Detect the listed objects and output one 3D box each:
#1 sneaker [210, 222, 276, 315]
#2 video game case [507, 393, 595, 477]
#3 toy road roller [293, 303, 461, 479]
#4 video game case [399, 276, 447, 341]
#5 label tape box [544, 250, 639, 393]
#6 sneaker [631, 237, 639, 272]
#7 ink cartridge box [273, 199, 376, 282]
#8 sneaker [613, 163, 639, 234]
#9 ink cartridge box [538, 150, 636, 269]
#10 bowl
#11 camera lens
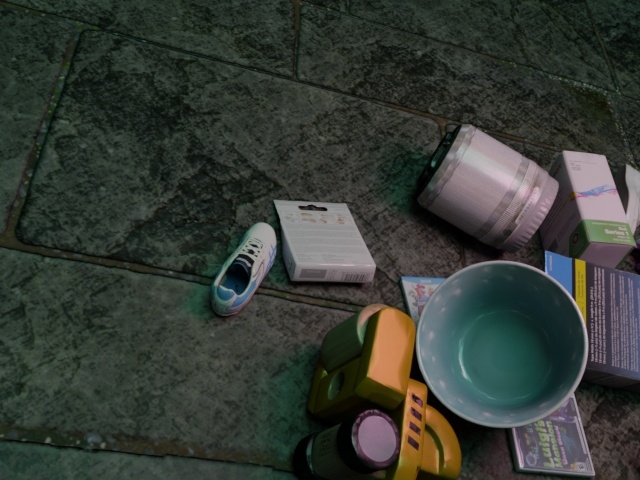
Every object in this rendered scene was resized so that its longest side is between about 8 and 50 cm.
[{"bbox_3d":[-0.142,0.045,1.387,0.085,0.086,0.237,26,48,-1],"label":"sneaker"},{"bbox_3d":[0.454,0.377,1.430,0.173,0.022,0.190,10,52,-16],"label":"video game case"},{"bbox_3d":[0.116,0.301,1.236,0.241,0.202,0.329,26,53,-19],"label":"toy road roller"},{"bbox_3d":[0.241,0.152,1.513,0.119,0.015,0.166,3,54,-21],"label":"video game case"},{"bbox_3d":[0.605,0.182,1.550,0.334,0.106,0.240,14,67,-13],"label":"label tape box"},{"bbox_3d":[0.858,0.088,1.800,0.098,0.083,0.223,-17,58,-6],"label":"sneaker"},{"bbox_3d":[0.000,0.000,1.517,0.181,0.056,0.224,2,36,-21],"label":"ink cartridge box"},{"bbox_3d":[0.870,-0.079,1.894,0.169,0.108,0.292,27,48,2],"label":"sneaker"},{"bbox_3d":[0.617,-0.045,1.689,0.117,0.201,0.278,5,53,-7],"label":"ink cartridge box"},{"bbox_3d":[0.353,0.209,1.372,0.312,0.163,0.311,-6,70,18],"label":"bowl"},{"bbox_3d":[0.376,-0.122,1.642,0.274,0.219,0.219,31,49,1],"label":"camera lens"}]
